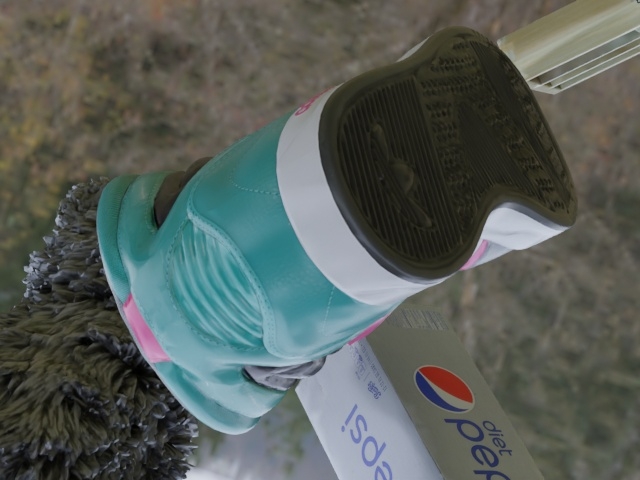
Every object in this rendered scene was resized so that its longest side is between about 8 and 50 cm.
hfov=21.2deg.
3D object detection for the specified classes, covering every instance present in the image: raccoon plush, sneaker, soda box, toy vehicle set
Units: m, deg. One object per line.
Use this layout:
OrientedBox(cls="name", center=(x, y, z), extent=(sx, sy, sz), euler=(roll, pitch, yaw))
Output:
OrientedBox(cls="raccoon plush", center=(-0.165, 0.072, 1.046), extent=(0.216, 0.299, 0.446), euler=(12, 171, 11))
OrientedBox(cls="sneaker", center=(0.000, 0.000, 0.761), extent=(0.178, 0.123, 0.295), euler=(-27, 177, 25))
OrientedBox(cls="soda box", center=(0.086, 0.171, 1.180), extent=(0.091, 0.098, 0.286), euler=(5, -143, -33))
OrientedBox(cls="toy vehicle set", center=(0.266, -0.180, 1.222), extent=(0.267, 0.035, 0.166), euler=(-25, 175, 18))
